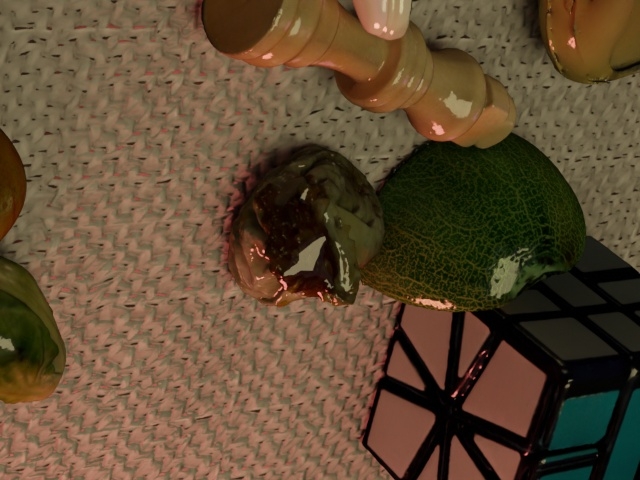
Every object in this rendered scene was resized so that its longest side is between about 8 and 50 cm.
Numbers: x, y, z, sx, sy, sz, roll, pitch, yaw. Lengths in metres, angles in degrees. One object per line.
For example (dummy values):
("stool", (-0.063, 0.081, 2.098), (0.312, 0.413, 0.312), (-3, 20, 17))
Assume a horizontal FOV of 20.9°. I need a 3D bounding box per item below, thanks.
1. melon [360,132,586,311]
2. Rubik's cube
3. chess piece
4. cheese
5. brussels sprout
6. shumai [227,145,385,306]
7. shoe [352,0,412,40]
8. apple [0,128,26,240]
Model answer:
("melon", (0.180, -0.028, 1.875), (0.265, 0.169, 0.129), (-28, 130, -20))
("Rubik's cube", (0.258, 0.181, 1.991), (0.283, 0.293, 0.288), (-4, 122, -37))
("chess piece", (0.060, -0.178, 1.735), (0.397, 0.117, 0.117), (20, 106, -45))
("cheese", (0.347, -0.326, 1.837), (0.259, 0.128, 0.316), (-26, 137, -30))
("brussels sprout", (-0.320, 0.086, 1.614), (0.183, 0.131, 0.145), (1, 123, -31))
("shumai", (0.006, -0.001, 1.786), (0.184, 0.142, 0.184), (-16, 127, -23))
("shoe", (0.004, -0.305, 1.584), (0.110, 0.095, 0.265), (-15, 98, -18))
("apple", (-0.350, -0.046, 1.478), (0.182, 0.182, 0.155), (-38, 118, -9))
